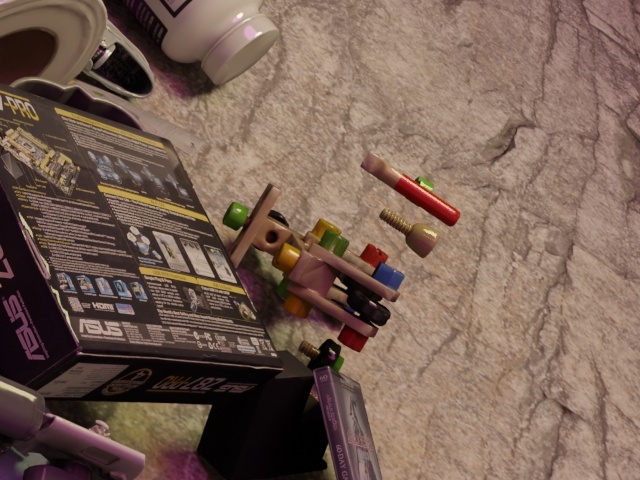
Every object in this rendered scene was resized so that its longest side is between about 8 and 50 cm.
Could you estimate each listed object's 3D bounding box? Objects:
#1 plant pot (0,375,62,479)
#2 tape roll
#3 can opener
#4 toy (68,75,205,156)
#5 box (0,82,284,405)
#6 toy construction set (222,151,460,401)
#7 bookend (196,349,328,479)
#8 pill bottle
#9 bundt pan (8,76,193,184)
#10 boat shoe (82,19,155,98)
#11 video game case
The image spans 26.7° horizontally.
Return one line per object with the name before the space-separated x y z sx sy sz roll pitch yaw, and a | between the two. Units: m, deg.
plant pot | -0.324 0.292 1.188 0.252 0.247 0.248 47 36 -6
tape roll | -0.395 -0.236 1.580 0.286 0.286 0.100 -19 69 -51
can opener | -0.262 0.158 1.103 0.280 0.074 0.093 34 42 -31
toy | -0.276 -0.160 1.798 0.237 0.056 0.137 30 13 -4
box | -0.220 0.009 1.365 0.318 0.097 0.395 63 19 18
toy construction set | 0.000 0.000 1.747 0.237 0.309 0.257 34 29 -7
bookend | -0.046 0.196 1.600 0.156 0.157 0.072 0 26 -43
pill bottle | -0.209 -0.391 1.994 0.323 0.181 0.181 51 37 6
bundt pan | -0.306 -0.028 1.597 0.331 0.124 0.330 27 41 -26
boat shoe | -0.302 -0.264 1.815 0.227 0.079 0.081 36 9 -46
video game case | 0.050 0.292 1.581 0.196 0.026 0.274 44 32 -73
